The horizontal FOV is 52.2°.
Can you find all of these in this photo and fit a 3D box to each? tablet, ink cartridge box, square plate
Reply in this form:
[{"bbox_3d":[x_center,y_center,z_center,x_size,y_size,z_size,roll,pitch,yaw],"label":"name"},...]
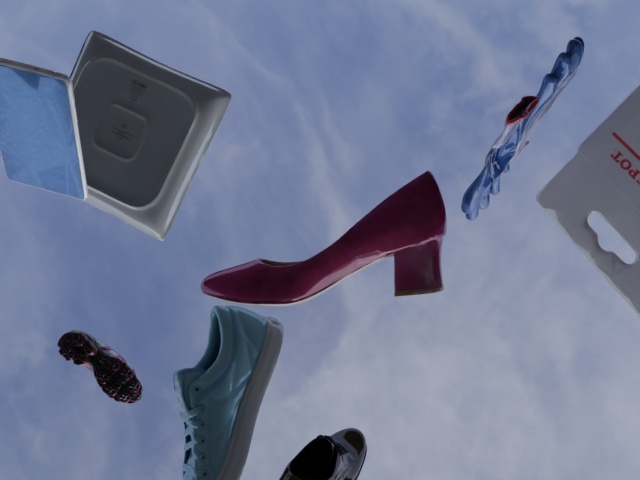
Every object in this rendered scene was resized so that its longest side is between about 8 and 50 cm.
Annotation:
[{"bbox_3d":[-0.159,-0.061,0.367,0.054,0.083,0.006,15,-137,6],"label":"tablet"},{"bbox_3d":[0.425,-0.097,0.671,0.119,0.353,0.207,-1,-131,-48],"label":"ink cartridge box"},{"bbox_3d":[-0.410,-0.224,1.363,0.347,0.049,0.344,26,-89,5],"label":"square plate"}]

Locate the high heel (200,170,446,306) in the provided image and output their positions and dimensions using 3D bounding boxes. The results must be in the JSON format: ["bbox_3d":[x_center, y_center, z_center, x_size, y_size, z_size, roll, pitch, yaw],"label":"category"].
[{"bbox_3d":[0.000,0.000,0.635,0.244,0.082,0.117,-4,-85,10],"label":"high heel"}]

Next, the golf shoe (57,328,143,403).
[{"bbox_3d":[-0.405,0.232,1.237,0.186,0.086,0.067,43,-92,-3],"label":"golf shoe"}]

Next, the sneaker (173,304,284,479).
[{"bbox_3d":[-0.187,0.277,1.061,0.150,0.135,0.366,26,-115,-19],"label":"sneaker"}]

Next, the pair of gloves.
[{"bbox_3d":[0.206,-0.111,0.658,0.023,0.159,0.198,36,-120,15],"label":"pair of gloves"}]

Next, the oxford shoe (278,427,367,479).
[{"bbox_3d":[0.016,0.334,0.989,0.083,0.096,0.227,29,-157,21],"label":"oxford shoe"}]
